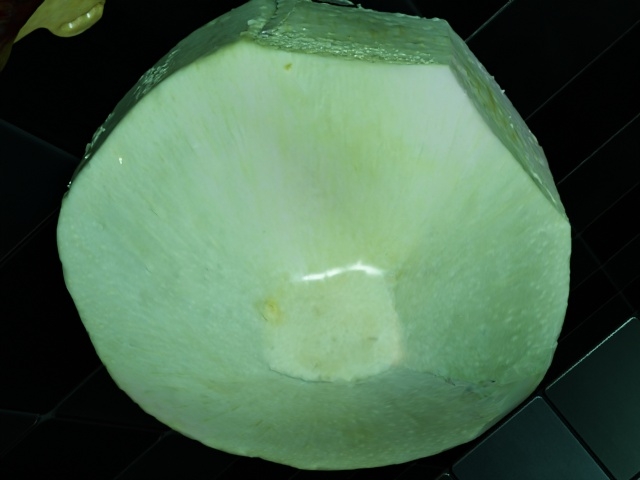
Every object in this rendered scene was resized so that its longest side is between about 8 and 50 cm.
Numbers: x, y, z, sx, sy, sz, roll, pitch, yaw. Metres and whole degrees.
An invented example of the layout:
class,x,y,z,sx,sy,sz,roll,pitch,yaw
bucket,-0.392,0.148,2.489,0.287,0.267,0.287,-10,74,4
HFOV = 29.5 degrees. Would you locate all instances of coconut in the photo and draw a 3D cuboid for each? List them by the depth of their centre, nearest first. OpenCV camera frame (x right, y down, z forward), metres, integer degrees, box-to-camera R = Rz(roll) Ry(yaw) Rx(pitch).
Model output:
class,x,y,z,sx,sy,sz,roll,pitch,yaw
coconut,0.000,0.000,0.826,0.353,0.352,0.352,-32,157,-15

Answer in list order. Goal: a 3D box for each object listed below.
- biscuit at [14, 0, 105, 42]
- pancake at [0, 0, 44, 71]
class,x,y,z,sx,sy,sz,roll,pitch,yaw
biscuit,-0.128,-0.165,0.670,0.184,0.027,0.133,-25,153,-29
pancake,-0.220,-0.142,0.441,0.305,0.066,0.427,-19,162,-26
